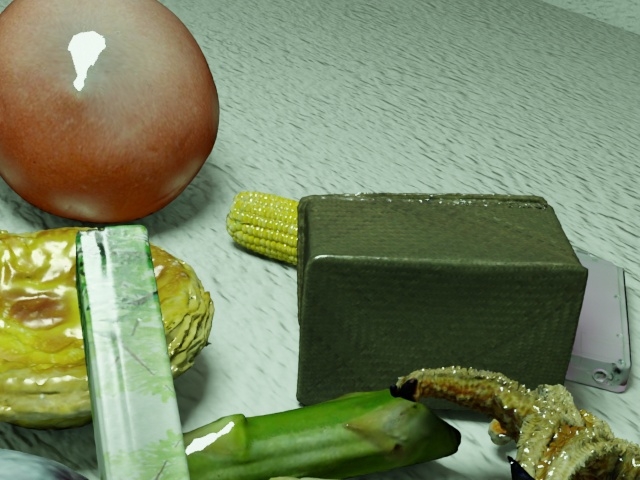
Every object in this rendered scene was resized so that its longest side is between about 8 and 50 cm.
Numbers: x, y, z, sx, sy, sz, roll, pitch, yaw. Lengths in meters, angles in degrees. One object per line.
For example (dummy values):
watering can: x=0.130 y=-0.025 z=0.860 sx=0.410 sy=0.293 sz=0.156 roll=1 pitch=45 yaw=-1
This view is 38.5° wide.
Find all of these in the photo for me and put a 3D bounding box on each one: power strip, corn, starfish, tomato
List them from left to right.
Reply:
tomato: x=-0.283 y=-0.178 z=1.154 sx=0.322 sy=0.321 sz=0.321 roll=7 pitch=28 yaw=-4
corn: x=0.000 y=0.000 z=1.150 sx=0.249 sy=0.081 sz=0.081 roll=17 pitch=29 yaw=15
power strip: x=0.319 y=0.088 z=1.122 sx=0.109 sy=0.037 sz=0.279 roll=13 pitch=28 yaw=10
starfish: x=0.226 y=0.181 z=0.752 sx=0.312 sy=0.113 sz=0.303 roll=16 pitch=-1 yaw=33

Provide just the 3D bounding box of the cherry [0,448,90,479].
cherry: x=-0.225 y=0.222 z=0.476 sx=0.255 sy=0.296 sz=0.218 roll=22 pitch=41 yaw=-50

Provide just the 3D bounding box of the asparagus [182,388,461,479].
asparagus: x=-0.038 y=0.185 z=0.796 sx=0.343 sy=0.082 sz=0.085 roll=-6 pitch=74 yaw=-21

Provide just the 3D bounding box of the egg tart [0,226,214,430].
egg tart: x=-0.248 y=0.091 z=0.869 sx=0.295 sy=0.116 sz=0.294 roll=7 pitch=33 yaw=-4

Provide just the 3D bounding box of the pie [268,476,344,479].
pie: x=0.077 y=0.242 z=0.720 sx=0.283 sy=0.068 sz=0.128 roll=11 pitch=23 yaw=-13

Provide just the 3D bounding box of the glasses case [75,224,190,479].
glasses case: x=-0.141 y=0.128 z=0.697 sx=0.062 sy=0.095 sz=0.272 roll=-6 pitch=64 yaw=-18

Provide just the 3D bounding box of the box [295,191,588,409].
box: x=0.110 y=0.060 z=0.935 sx=0.274 sy=0.184 sz=0.143 roll=2 pitch=28 yaw=-1
